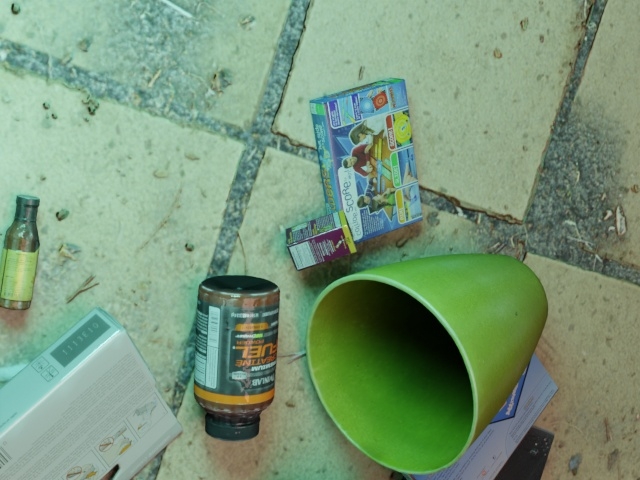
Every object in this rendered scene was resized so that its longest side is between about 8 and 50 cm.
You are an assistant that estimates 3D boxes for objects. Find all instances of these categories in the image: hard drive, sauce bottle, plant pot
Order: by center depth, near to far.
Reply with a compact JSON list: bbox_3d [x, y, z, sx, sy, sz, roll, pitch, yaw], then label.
[{"bbox_3d":[-0.338,0.013,1.270,0.042,0.042,0.128,7,99,-34],"label":"sauce bottle"},{"bbox_3d":[0.177,0.127,1.530,0.293,0.274,0.275,-26,115,-44],"label":"plant pot"},{"bbox_3d":[0.237,0.344,1.721,0.254,0.054,0.172,16,92,-34],"label":"hard drive"}]

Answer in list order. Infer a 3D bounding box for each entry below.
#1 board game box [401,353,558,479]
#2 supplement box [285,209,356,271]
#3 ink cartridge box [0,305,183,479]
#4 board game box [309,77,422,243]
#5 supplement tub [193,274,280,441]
[{"bbox_3d":[0.237,0.273,1.659,0.281,0.027,0.145,-48,118,-23],"label":"board game box"},{"bbox_3d":[0.000,0.000,1.463,0.083,0.055,0.043,-18,115,4],"label":"supplement box"},{"bbox_3d":[-0.310,0.243,1.334,0.275,0.060,0.239,-42,145,-19],"label":"ink cartridge box"},{"bbox_3d":[0.064,-0.105,1.514,0.136,0.035,0.201,-19,111,-29],"label":"board game box"},{"bbox_3d":[-0.106,0.148,1.417,0.106,0.106,0.198,-4,104,-33],"label":"supplement tub"}]
